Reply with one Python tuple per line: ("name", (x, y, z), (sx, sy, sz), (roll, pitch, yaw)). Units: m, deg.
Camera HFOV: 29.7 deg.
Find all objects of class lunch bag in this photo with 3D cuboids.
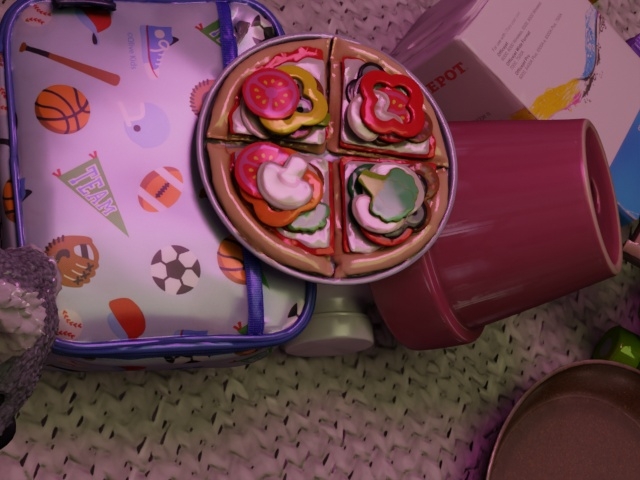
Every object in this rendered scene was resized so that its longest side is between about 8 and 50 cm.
("lunch bag", (-0.122, -0.053, 0.915), (0.243, 0.115, 0.303), (-1, 74, -17))

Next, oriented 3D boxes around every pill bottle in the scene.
("pill bottle", (0.000, 0.000, 1.014), (0.103, 0.103, 0.184), (5, 71, -32))

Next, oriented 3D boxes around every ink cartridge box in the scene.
("ink cartridge box", (0.187, -0.123, 1.136), (0.233, 0.171, 0.168), (44, 54, -13))

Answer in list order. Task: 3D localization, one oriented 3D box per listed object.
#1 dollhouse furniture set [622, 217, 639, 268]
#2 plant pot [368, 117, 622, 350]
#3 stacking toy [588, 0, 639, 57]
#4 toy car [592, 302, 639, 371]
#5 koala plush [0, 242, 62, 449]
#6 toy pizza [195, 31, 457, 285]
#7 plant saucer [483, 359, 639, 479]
("dollhouse furniture set", (0.363, -0.010, 1.150), (0.129, 0.184, 0.129), (30, 90, 7))
("plant pot", (0.145, -0.018, 0.996), (0.201, 0.180, 0.201), (-11, 90, -68))
("stacking toy", (0.314, -0.175, 1.308), (0.167, 0.052, 0.221), (45, 52, -10))
("toy car", (0.377, 0.075, 1.241), (0.155, 0.149, 0.188), (28, 35, -9))
("koala plush", (-0.255, 0.074, 0.715), (0.221, 0.196, 0.203), (-29, 96, 0))
("toy pizza", (0.010, -0.066, 0.883), (0.201, 0.032, 0.201), (6, 70, -16))
("plant saucer", (0.261, 0.268, 1.120), (0.311, 0.050, 0.310), (10, 70, -30))
